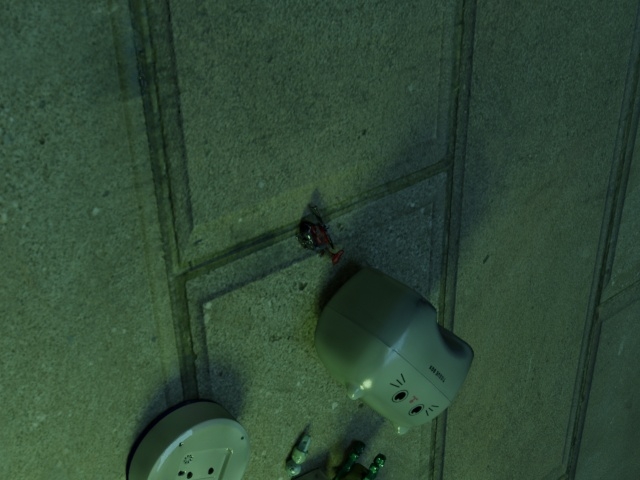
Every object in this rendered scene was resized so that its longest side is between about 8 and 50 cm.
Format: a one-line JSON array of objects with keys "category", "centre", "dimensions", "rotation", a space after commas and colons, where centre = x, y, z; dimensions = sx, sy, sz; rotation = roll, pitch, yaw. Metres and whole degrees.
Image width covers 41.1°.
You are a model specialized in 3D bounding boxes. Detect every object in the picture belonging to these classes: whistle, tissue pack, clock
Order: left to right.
[{"category": "clock", "centre": [-0.241, 0.413, 1.580], "dimensions": [0.230, 0.083, 0.231], "rotation": [-21, 127, -31]}, {"category": "whistle", "centre": [-0.047, 0.460, 1.819], "dimensions": [0.035, 0.035, 0.100], "rotation": [21, 96, -47]}, {"category": "tissue pack", "centre": [-0.018, 0.579, 1.878], "dimensions": [0.085, 0.079, 0.111], "rotation": [-14, 122, -37]}, {"category": "tissue pack", "centre": [0.139, 0.230, 1.717], "dimensions": [0.236, 0.229, 0.333], "rotation": [-53, 137, -7]}]

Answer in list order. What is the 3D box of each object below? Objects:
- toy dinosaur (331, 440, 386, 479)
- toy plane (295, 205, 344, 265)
[{"category": "toy dinosaur", "centre": [0.069, 0.535, 1.888], "dimensions": [0.153, 0.094, 0.259], "rotation": [-62, 168, -2]}, {"category": "toy plane", "centre": [0.000, 0.000, 1.603], "dimensions": [0.060, 0.037, 0.145], "rotation": [-54, 134, -20]}]
